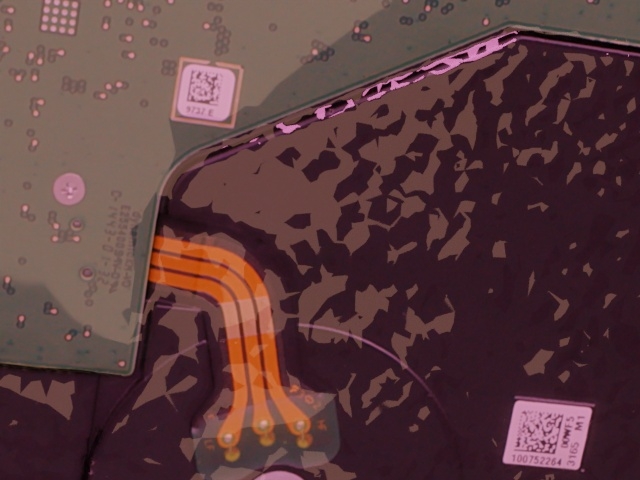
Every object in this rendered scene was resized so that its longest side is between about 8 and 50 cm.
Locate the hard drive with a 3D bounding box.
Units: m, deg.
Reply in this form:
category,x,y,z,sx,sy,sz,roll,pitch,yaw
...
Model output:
category,x,y,z,sx,sy,sz,roll,pitch,yaw
hard drive,-0.009,0.019,0.488,0.237,0.064,0.339,6,106,-12
